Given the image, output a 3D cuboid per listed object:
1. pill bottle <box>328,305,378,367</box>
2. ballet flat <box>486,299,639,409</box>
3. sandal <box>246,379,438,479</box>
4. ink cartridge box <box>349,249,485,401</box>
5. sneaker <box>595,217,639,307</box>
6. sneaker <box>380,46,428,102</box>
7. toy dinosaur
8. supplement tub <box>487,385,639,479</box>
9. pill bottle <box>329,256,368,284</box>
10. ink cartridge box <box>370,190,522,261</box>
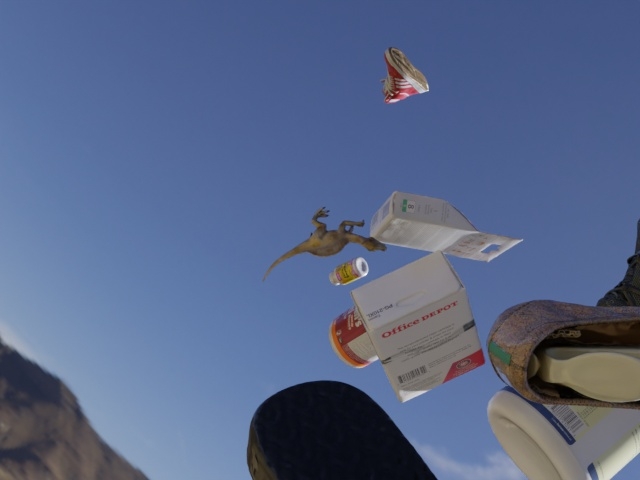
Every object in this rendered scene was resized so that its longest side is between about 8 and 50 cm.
[{"bbox_3d":[0.130,0.166,1.857,0.221,0.121,0.121,-37,-83,36],"label":"pill bottle"},{"bbox_3d":[0.297,0.104,0.739,0.106,0.316,0.108,-65,154,-82],"label":"ballet flat"},{"bbox_3d":[0.075,0.293,0.696,0.446,0.167,0.107,-123,-148,-45],"label":"sandal"},{"bbox_3d":[0.169,0.149,1.542,0.237,0.172,0.100,65,-1,-48],"label":"ink cartridge box"},{"bbox_3d":[0.498,0.065,1.442,0.130,0.228,0.087,1,-8,1],"label":"sneaker"},{"bbox_3d":[0.108,-0.244,1.359,0.067,0.042,0.118,-19,-27,26],"label":"sneaker"},{"bbox_3d":[0.000,0.000,1.291,0.183,0.093,0.053,-12,-57,10],"label":"toy dinosaur"},{"bbox_3d":[0.486,0.283,1.613,0.235,0.325,0.235,50,-15,18],"label":"supplement tub"},{"bbox_3d":[0.058,0.067,1.914,0.083,0.043,0.043,-27,-74,40],"label":"pill bottle"},{"bbox_3d":[0.211,-0.022,1.556,0.224,0.056,0.181,8,-14,-7],"label":"ink cartridge box"}]
